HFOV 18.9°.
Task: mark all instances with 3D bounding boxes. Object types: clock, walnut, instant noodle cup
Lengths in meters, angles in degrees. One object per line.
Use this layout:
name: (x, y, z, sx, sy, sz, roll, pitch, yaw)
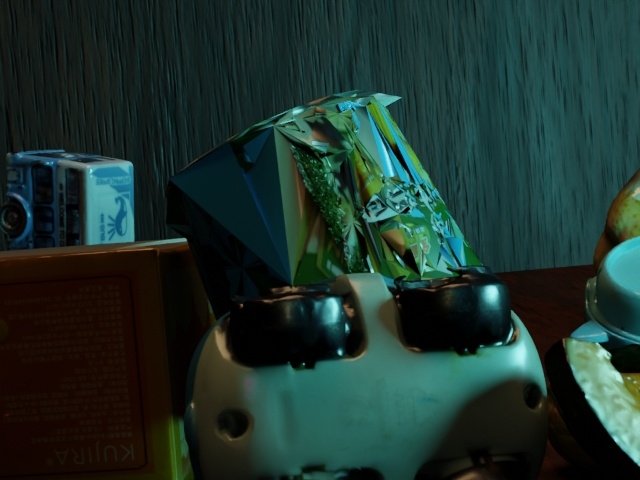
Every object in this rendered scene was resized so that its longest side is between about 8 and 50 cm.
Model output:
clock: (0.401, 0.062, 2.090, 0.224, 0.094, 0.274, 19, 32, 41)
walnut: (0.210, 0.154, 1.522, 0.091, 0.052, 0.121, 31, -2, -10)
instant noodle cup: (0.000, 0.000, 1.513, 0.240, 0.178, 0.240, -25, -7, -3)

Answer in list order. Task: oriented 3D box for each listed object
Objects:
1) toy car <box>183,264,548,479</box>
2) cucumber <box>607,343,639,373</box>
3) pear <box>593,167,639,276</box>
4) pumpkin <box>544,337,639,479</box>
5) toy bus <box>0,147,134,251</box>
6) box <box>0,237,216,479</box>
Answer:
toy car: (0.023, 0.119, 1.317, 0.255, 0.188, 0.190, -6, -5, -17)
cucumber: (0.294, 0.130, 1.534, 0.115, 0.063, 0.244, 19, 2, -16)
pear: (0.479, 0.008, 2.441, 0.271, 0.271, 0.271, -5, 3, 0)
pumpkin: (0.259, 0.151, 1.321, 0.254, 0.149, 0.130, 3, -31, -26)
toy bus: (-0.279, 0.049, 2.133, 0.131, 0.297, 0.106, 4, 7, 28)
box: (-0.233, 0.112, 1.624, 0.284, 0.213, 0.259, -3, 0, 9)
